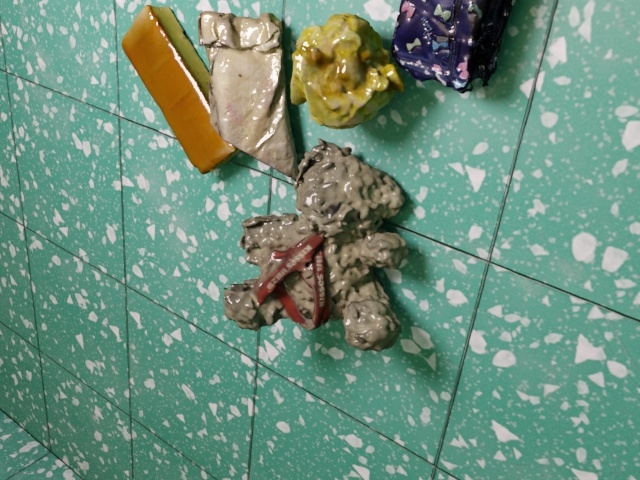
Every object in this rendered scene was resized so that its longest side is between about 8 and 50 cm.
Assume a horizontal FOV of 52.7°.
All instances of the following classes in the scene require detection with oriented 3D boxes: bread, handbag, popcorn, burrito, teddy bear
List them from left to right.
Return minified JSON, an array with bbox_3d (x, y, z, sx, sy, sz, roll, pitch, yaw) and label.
[{"bbox_3d":[-0.293,-0.320,1.400,0.138,0.077,0.361,-34,86,41],"label":"bread"},{"bbox_3d":[-0.138,-0.275,1.263,0.175,0.107,0.347,-3,112,14],"label":"burrito"},{"bbox_3d":[0.000,0.000,1.224,0.357,0.224,0.367,10,113,20],"label":"teddy bear"},{"bbox_3d":[0.041,-0.279,1.082,0.185,0.167,0.187,50,144,7],"label":"popcorn"},{"bbox_3d":[0.206,-0.356,0.968,0.162,0.113,0.260,32,128,35],"label":"handbag"}]
